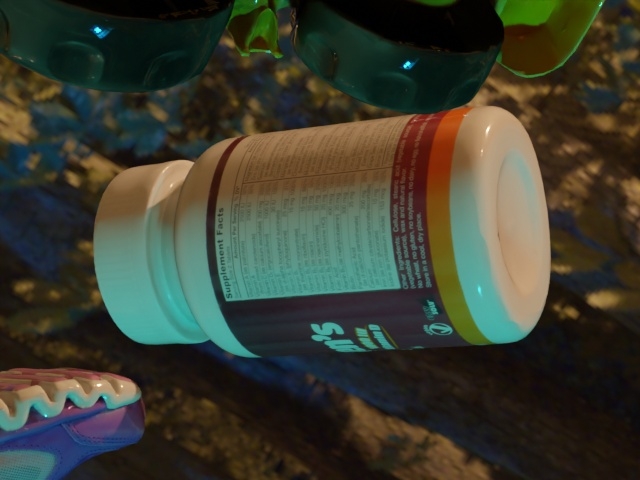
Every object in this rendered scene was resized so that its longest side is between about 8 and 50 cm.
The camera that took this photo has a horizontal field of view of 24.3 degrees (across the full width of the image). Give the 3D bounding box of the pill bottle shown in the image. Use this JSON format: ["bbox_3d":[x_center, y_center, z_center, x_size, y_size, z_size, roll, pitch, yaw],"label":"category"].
[{"bbox_3d":[0.000,0.000,0.784,0.221,0.121,0.121,-6,-125,25],"label":"pill bottle"}]

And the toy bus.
[{"bbox_3d":[-0.028,-0.152,0.463,0.211,0.220,0.149,-120,-140,-50],"label":"toy bus"}]

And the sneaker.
[{"bbox_3d":[-0.179,0.125,0.646,0.095,0.236,0.104,-9,-81,55],"label":"sneaker"}]
